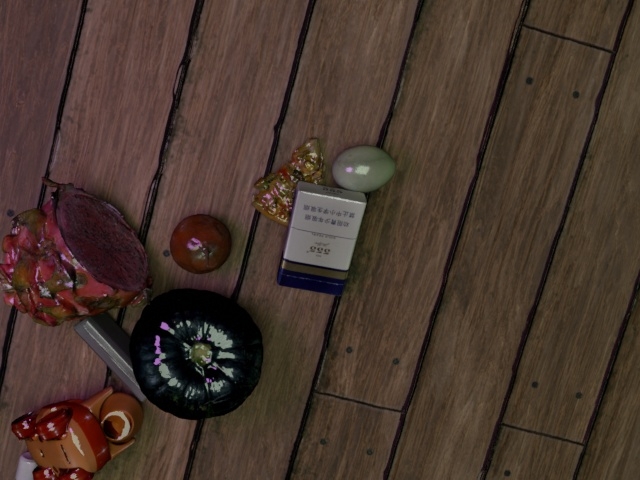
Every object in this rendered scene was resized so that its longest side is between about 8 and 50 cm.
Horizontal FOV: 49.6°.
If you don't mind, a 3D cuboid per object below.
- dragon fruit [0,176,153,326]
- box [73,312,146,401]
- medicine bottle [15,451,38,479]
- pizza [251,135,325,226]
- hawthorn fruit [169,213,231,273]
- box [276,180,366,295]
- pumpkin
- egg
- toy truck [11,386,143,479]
[{"bbox_3d":[-0.567,0.060,1.545,0.263,0.296,0.314,-36,62,17],"label":"dragon fruit"},{"bbox_3d":[-0.477,0.270,1.653,0.055,0.103,0.244,-38,99,7],"label":"box"},{"bbox_3d":[-0.718,0.569,1.698,0.052,0.052,0.089,14,96,-7],"label":"medicine bottle"},{"bbox_3d":[-0.054,-0.130,1.656,0.226,0.069,0.147,-41,97,1],"label":"pizza"},{"bbox_3d":[-0.269,0.004,1.606,0.149,0.189,0.149,7,75,-26],"label":"hawthorn fruit"},{"bbox_3d":[0.000,0.000,1.639,0.168,0.071,0.259,11,117,-8],"label":"box"},{"bbox_3d":[-0.285,0.260,1.606,0.315,0.238,0.315,5,74,-19],"label":"pumpkin"},{"bbox_3d":[0.103,-0.170,1.640,0.152,0.114,0.114,-9,98,-4],"label":"egg"},{"bbox_3d":[-0.565,0.456,1.648,0.265,0.239,0.189,-13,101,38],"label":"toy truck"}]
